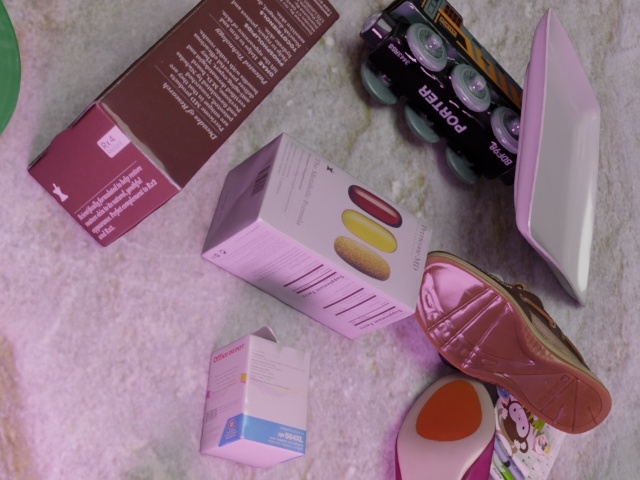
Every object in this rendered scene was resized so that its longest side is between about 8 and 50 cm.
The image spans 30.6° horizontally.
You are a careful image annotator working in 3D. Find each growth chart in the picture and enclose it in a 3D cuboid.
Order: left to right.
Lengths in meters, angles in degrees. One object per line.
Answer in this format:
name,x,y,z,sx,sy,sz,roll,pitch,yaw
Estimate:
growth chart,0.293,0.258,1.635,0.172,0.021,0.237,47,54,-23

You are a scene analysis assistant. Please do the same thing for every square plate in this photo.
square plate,0.351,-0.112,1.732,0.347,0.049,0.344,39,56,-58

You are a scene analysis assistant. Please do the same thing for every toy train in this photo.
toy train,0.197,-0.231,1.729,0.334,0.142,0.190,42,42,-16

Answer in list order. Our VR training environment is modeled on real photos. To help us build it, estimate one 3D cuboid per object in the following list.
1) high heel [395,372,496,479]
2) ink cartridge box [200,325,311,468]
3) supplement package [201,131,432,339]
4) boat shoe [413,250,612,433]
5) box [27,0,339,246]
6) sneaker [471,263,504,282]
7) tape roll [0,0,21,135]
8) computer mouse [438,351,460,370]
high heel,0.154,0.347,1.490,0.377,0.127,0.181,-65,153,-46
ink cartridge box,-0.073,0.179,1.361,0.089,0.092,0.143,21,60,-30
supplement package,0.000,0.000,1.468,0.244,0.134,0.139,30,55,-24
boat shoe,0.251,0.121,1.578,0.342,0.123,0.123,36,24,-14
box,-0.154,-0.182,1.394,0.143,0.191,0.381,48,50,-11
sneaker,0.174,0.054,1.614,0.190,0.083,0.071,4,70,-35
tape roll,-0.479,-0.196,1.226,0.321,0.077,0.321,15,63,-32
computer mouse,0.248,0.171,1.655,0.242,0.041,0.071,24,65,-35
